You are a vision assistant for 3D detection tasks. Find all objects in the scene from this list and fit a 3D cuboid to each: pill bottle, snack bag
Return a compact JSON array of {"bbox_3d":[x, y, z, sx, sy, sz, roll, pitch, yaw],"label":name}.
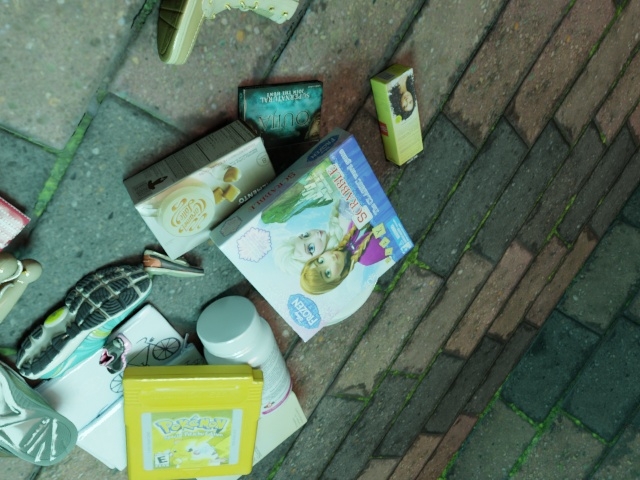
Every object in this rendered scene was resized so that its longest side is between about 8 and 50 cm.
[{"bbox_3d":[-0.173,0.270,1.203,0.160,0.160,0.283,-33,134,-20],"label":"pill bottle"},{"bbox_3d":[-0.406,0.325,1.129,0.323,0.037,0.343,-38,135,-15],"label":"snack bag"}]

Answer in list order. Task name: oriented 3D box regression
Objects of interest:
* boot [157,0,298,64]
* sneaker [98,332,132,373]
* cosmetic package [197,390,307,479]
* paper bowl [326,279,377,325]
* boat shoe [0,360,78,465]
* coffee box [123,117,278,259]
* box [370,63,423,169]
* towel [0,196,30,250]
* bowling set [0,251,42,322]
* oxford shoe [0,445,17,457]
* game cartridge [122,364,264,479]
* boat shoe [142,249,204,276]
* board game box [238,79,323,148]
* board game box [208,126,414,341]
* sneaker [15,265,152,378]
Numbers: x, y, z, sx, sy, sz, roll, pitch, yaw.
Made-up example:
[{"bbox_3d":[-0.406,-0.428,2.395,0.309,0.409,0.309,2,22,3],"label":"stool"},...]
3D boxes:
[{"bbox_3d":[-0.143,-0.390,0.856,0.203,0.095,0.262,11,104,-45],"label":"boot"},{"bbox_3d":[-0.403,0.226,0.997,0.057,0.047,0.119,-38,164,-48],"label":"sneaker"},{"bbox_3d":[-0.201,0.502,1.365,0.309,0.113,0.160,-36,135,-19],"label":"cosmetic package"},{"bbox_3d":[0.015,0.070,1.212,0.284,0.148,0.285,-11,117,-23],"label":"paper bowl"},{"bbox_3d":[-0.566,0.278,0.901,0.118,0.103,0.320,-55,128,-22],"label":"boat shoe"},{"bbox_3d":[-0.210,-0.096,0.961,0.246,0.098,0.141,-31,134,-12],"label":"coffee box"},{"bbox_3d":[0.184,-0.288,1.227,0.087,0.058,0.232,-37,135,-17],"label":"box"},{"bbox_3d":[-0.605,0.009,0.759,0.275,0.031,0.199,-48,135,-9],"label":"towel"},{"bbox_3d":[-0.527,0.036,0.701,0.199,0.287,0.154,41,76,-11],"label":"bowling set"},{"bbox_3d":[-0.621,0.359,0.949,0.096,0.083,0.227,-31,141,11],"label":"oxford shoe"},{"bbox_3d":[-0.278,0.403,1.135,0.284,0.053,0.324,2,123,-13],"label":"game cartridge"},{"bbox_3d":[-0.293,0.049,1.044,0.136,0.049,0.043,13,68,-44],"label":"boat shoe"},{"bbox_3d":[-0.079,-0.251,1.047,0.186,0.026,0.126,-17,126,-32],"label":"board game box"},{"bbox_3d":[0.000,0.000,1.034,0.318,0.066,0.319,-41,127,-6],"label":"board game box"},{"bbox_3d":[-0.430,0.152,0.972,0.275,0.107,0.110,-40,156,-8],"label":"sneaker"}]
